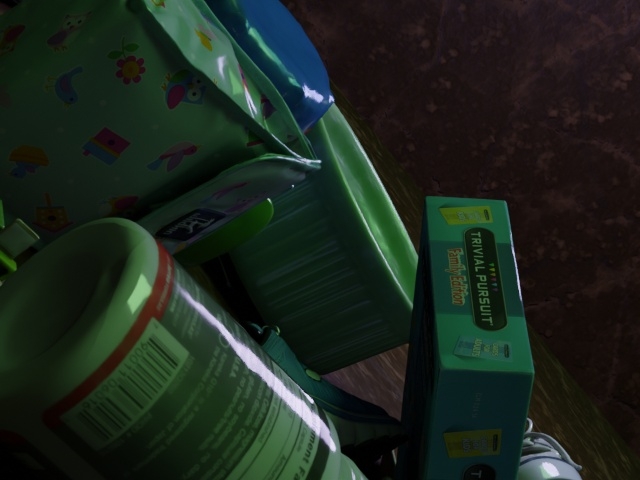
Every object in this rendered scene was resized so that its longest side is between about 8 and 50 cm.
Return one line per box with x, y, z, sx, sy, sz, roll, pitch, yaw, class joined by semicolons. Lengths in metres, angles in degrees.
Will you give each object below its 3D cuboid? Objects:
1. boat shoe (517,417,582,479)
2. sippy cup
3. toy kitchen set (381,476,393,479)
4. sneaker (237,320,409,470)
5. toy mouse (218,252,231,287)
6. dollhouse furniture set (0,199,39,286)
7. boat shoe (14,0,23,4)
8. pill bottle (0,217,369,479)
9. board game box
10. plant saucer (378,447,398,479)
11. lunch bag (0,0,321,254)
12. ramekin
0.277;0.309;2.141;0.156;0.136;0.367;59;9;27;boat shoe
-0.119;-0.132;1.539;0.305;0.224;0.240;57;17;8;sippy cup
0.098;0.304;1.244;0.207;0.122;0.166;42;-3;-7;toy kitchen set
-0.032;0.136;1.391;0.147;0.130;0.330;61;13;23;sneaker
-0.131;-0.038;1.768;0.161;0.031;0.143;51;11;-11;toy mouse
-0.206;0.033;1.158;0.151;0.059;0.076;47;13;-32;dollhouse furniture set
-0.270;-0.273;1.744;0.079;0.095;0.254;55;12;17;boat shoe
-0.089;0.132;1.073;0.283;0.161;0.161;48;12;-30;pill bottle
0.120;0.170;1.441;0.253;0.079;0.336;-89;-177;-56;board game box
0.151;0.342;1.735;0.310;0.050;0.310;50;11;-14;plant saucer
-0.152;-0.082;1.311;0.262;0.223;0.160;47;18;-39;lunch bag
0.000;0.000;1.787;0.303;0.148;0.303;61;10;-18;ramekin
